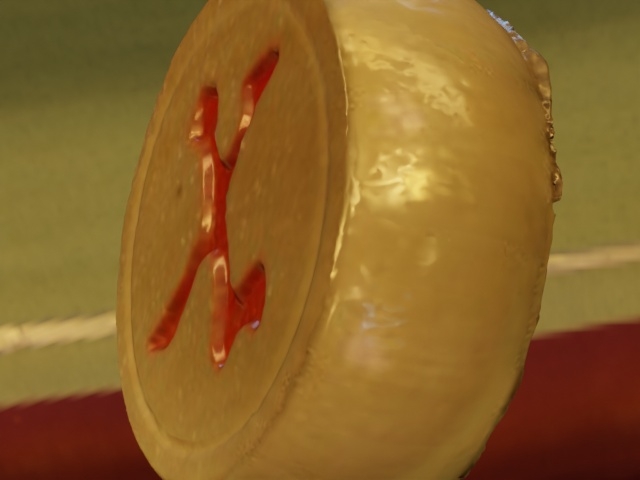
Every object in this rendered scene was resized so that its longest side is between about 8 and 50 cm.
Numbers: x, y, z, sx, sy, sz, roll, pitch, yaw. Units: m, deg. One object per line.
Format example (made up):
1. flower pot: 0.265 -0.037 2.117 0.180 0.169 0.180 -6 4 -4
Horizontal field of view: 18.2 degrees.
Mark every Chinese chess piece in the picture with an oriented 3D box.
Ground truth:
1. Chinese chess piece: 0.000 0.000 1.158 0.140 0.338 0.338 11 45 -25
